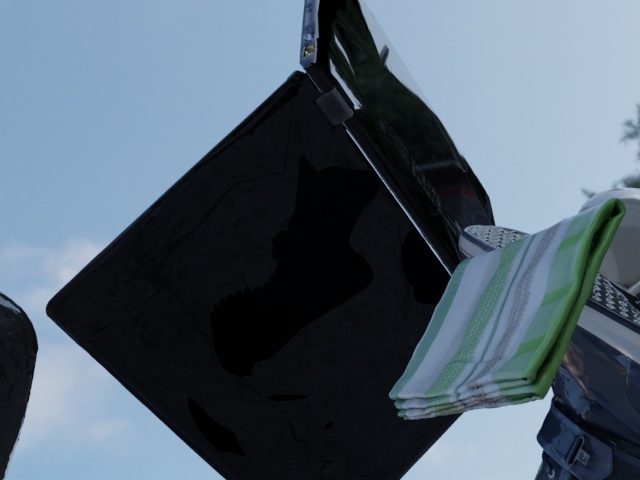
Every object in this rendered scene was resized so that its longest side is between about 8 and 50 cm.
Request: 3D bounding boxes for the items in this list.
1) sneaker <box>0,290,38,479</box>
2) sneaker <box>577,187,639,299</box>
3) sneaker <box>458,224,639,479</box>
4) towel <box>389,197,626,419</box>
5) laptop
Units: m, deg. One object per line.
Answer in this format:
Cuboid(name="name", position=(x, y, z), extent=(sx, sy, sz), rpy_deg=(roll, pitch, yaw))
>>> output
Cuboid(name="sneaker", position=(-0.146, 0.145, 0.321), extent=(0.106, 0.163, 0.281), rpy_deg=(50, -122, -43))
Cuboid(name="sneaker", position=(0.322, 0.075, 0.794), extent=(0.106, 0.290, 0.123), rpy_deg=(-48, 0, 34))
Cuboid(name="sneaker", position=(0.168, 0.099, 0.715), extent=(0.086, 0.226, 0.163), rpy_deg=(-8, -55, -45))
Cuboid(name="towel", position=(0.093, 0.039, 0.519), extent=(0.113, 0.023, 0.152), rpy_deg=(-62, 10, -22))
Cuboid(name="laptop", position=(0.000, 0.000, 0.921), extent=(0.236, 0.407, 0.382), rpy_deg=(-25, -55, 20))
